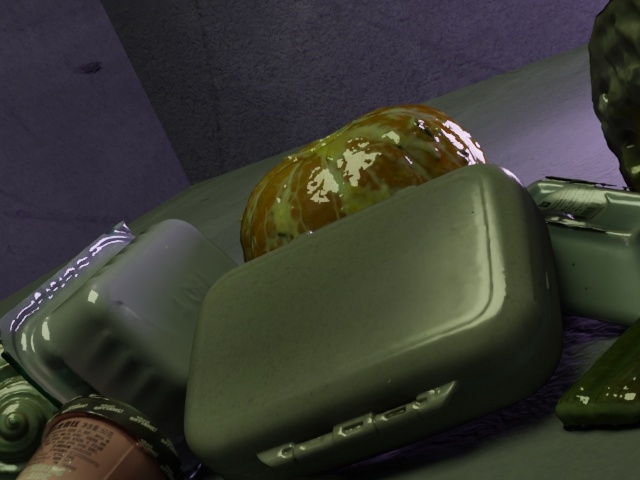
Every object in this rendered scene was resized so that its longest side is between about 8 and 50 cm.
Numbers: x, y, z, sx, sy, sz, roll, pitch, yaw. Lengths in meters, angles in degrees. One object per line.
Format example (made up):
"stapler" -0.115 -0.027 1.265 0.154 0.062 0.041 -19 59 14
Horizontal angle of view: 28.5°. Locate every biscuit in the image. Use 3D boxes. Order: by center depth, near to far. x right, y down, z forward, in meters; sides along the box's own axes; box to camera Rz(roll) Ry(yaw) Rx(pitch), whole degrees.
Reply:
"biscuit" 0.323 0.064 1.096 0.322 0.038 0.099 -36 16 -35

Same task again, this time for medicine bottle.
"medicine bottle" 0.045 0.085 1.208 0.375 0.123 0.282 -24 40 24

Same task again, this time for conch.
"conch" -0.288 0.185 1.487 0.303 0.215 0.319 -14 13 3

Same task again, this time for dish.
"dish" 0.267 -0.006 1.265 0.243 0.080 0.182 10 36 42

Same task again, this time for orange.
"orange" 0.062 -0.020 1.541 0.329 0.249 0.329 -31 3 2

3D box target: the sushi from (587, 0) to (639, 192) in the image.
"sushi" 0.458 -0.173 1.292 0.294 0.281 0.299 -21 3 -6

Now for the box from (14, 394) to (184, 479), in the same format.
"box" -0.225 0.247 1.207 0.151 0.151 0.135 -18 21 34

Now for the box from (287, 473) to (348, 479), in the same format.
"box" -0.115 0.275 0.953 0.290 0.073 0.289 -16 11 10

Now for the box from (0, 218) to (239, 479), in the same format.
"box" -0.169 0.093 1.389 0.106 0.264 0.336 -47 3 30
